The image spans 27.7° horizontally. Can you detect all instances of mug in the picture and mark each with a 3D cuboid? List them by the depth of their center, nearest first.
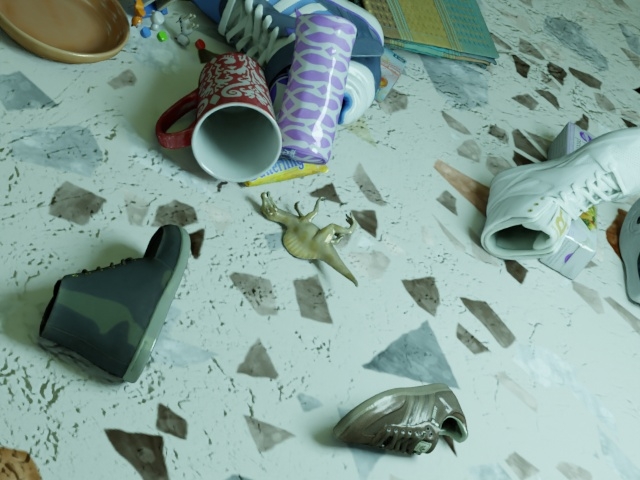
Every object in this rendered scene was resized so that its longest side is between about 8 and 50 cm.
[{"bbox_3d":[-0.127,-0.172,1.670,0.150,0.113,0.169,16,31,-16],"label":"mug"}]

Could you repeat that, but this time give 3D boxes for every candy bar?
[{"bbox_3d":[-0.053,-0.095,1.725,0.161,0.018,0.040,-14,58,-47],"label":"candy bar"}]

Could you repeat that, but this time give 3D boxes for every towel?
[{"bbox_3d":[0.146,-0.420,2.111,0.370,0.040,0.271,-1,68,-53],"label":"towel"}]

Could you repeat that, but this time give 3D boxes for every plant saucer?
[{"bbox_3d":[-0.349,-0.297,1.701,0.200,0.037,0.200,21,38,-17],"label":"plant saucer"}]

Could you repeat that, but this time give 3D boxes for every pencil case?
[{"bbox_3d":[-0.012,-0.199,1.711,0.088,0.206,0.086,11,-8,21],"label":"pencil case"}]

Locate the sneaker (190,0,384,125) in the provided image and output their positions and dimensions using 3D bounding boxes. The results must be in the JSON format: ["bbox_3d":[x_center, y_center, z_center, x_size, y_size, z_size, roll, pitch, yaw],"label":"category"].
[{"bbox_3d":[-0.066,-0.274,1.824,0.322,0.130,0.236,23,44,-7],"label":"sneaker"}]

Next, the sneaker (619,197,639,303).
[{"bbox_3d":[0.533,0.035,2.006,0.121,0.079,0.217,27,45,-16],"label":"sneaker"}]

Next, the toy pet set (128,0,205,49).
[{"bbox_3d":[-0.233,-0.309,1.792,0.122,0.065,0.114,5,65,-52],"label":"toy pet set"}]

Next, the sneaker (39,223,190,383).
[{"bbox_3d":[-0.216,0.041,1.389,0.118,0.083,0.222,26,38,-11],"label":"sneaker"}]

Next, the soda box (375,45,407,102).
[{"bbox_3d":[0.038,-0.291,1.983,0.183,0.058,0.063,33,35,-4],"label":"soda box"}]

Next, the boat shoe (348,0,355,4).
[{"bbox_3d":[0.066,-0.379,2.095,0.207,0.073,0.073,-29,110,-45],"label":"boat shoe"}]

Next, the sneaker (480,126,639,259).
[{"bbox_3d":[0.363,-0.053,1.815,0.108,0.292,0.169,55,34,-25],"label":"sneaker"}]

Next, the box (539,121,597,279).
[{"bbox_3d":[0.387,-0.068,2.005,0.063,0.067,0.324,29,36,-9],"label":"box"}]

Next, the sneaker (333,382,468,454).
[{"bbox_3d":[0.100,0.209,1.466,0.188,0.066,0.071,-9,55,-43],"label":"sneaker"}]

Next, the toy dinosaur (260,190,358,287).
[{"bbox_3d":[0.000,0.000,1.649,0.183,0.053,0.092,41,51,20],"label":"toy dinosaur"}]
